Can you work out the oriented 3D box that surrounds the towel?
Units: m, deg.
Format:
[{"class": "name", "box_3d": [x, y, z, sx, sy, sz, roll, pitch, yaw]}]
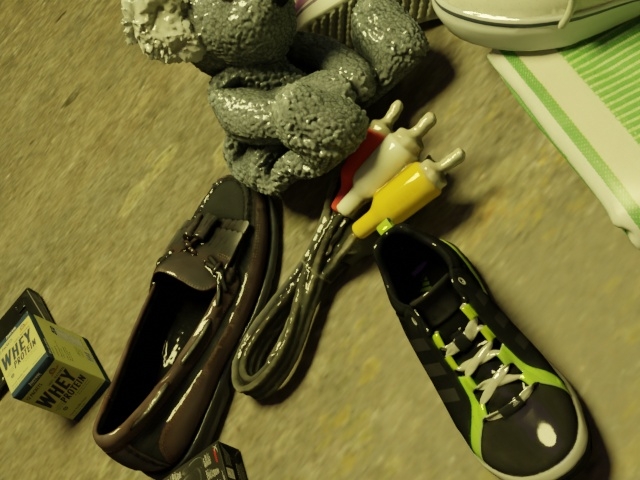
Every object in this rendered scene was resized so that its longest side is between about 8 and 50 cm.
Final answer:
[{"class": "towel", "box_3d": [0.308, -0.166, 0.622, 0.324, 0.038, 0.248, -36, 47, 14]}]

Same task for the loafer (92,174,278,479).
[{"class": "loafer", "box_3d": [-0.121, 0.064, 0.782, 0.109, 0.095, 0.303, -2, 63, 38]}]

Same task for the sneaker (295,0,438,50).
[{"class": "sneaker", "box_3d": [0.088, -0.295, 0.834, 0.282, 0.102, 0.161, -16, 52, 32]}]

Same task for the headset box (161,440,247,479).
[{"class": "headset box", "box_3d": [-0.101, 0.220, 0.716, 0.083, 0.032, 0.062, -39, 46, 15]}]

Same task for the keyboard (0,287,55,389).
[{"class": "keyboard", "box_3d": [-0.389, 0.140, 1.008, 0.180, 0.023, 0.108, -49, 51, 3]}]

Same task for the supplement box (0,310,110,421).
[{"class": "supplement box", "box_3d": [-0.278, 0.130, 0.878, 0.056, 0.083, 0.083, -50, 44, 3]}]

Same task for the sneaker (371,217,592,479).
[{"class": "sneaker", "box_3d": [0.095, 0.073, 0.601, 0.084, 0.097, 0.235, -43, 45, 11]}]

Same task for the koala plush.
[{"class": "koala plush", "box_3d": [-0.061, -0.172, 0.766, 0.203, 0.221, 0.196, -26, 24, 50]}]

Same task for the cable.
[{"class": "cable", "box_3d": [0.000, 0.000, 0.741, 0.287, 0.072, 0.139, -46, 41, 6]}]

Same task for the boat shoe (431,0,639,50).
[{"class": "boat shoe", "box_3d": [0.223, -0.238, 0.594, 0.367, 0.156, 0.136, 1, 65, 37]}]
